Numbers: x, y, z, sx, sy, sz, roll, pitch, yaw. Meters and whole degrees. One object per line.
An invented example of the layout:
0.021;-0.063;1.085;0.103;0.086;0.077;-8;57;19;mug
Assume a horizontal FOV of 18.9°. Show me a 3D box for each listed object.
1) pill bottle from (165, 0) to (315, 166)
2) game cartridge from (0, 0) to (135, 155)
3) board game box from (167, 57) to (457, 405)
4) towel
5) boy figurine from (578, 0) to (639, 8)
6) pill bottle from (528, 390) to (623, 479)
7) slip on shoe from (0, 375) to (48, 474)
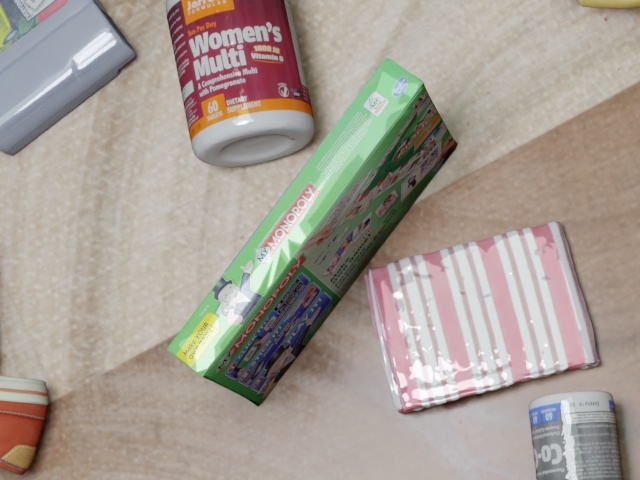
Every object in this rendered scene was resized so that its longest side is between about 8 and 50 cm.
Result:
-0.083;-0.192;1.851;0.121;0.121;0.221;-14;76;9;pill bottle
-0.344;-0.241;1.958;0.196;0.060;0.294;-39;73;6;game cartridge
0.000;0.000;1.743;0.046;0.213;0.317;37;87;17;board game box
0.149;0.072;1.793;0.197;0.029;0.144;-15;75;7;towel
0.297;-0.292;1.805;0.285;0.092;0.177;26;84;16;boy figurine
0.231;0.208;1.717;0.078;0.078;0.137;-8;76;11;pill bottle
-0.426;0.180;1.854;0.331;0.123;0.101;0;82;8;slip on shoe
